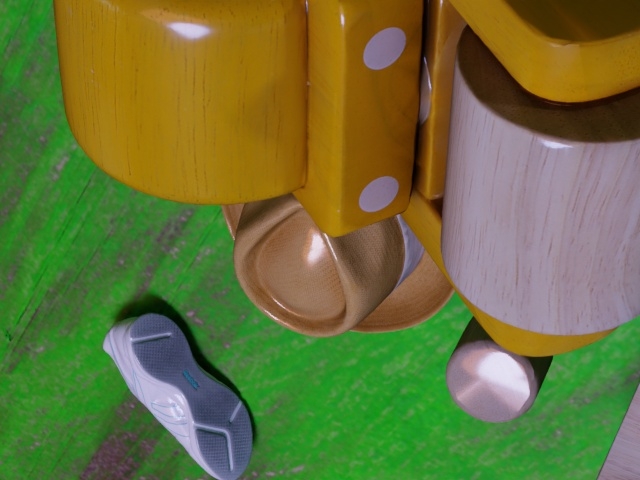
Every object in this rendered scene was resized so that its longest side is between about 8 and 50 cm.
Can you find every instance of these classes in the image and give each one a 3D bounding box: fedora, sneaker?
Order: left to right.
[{"bbox_3d":[-0.104,0.114,1.398,0.061,0.054,0.152,-6,123,53],"label":"sneaker"},{"bbox_3d":[0.000,0.000,1.204,0.194,0.079,0.194,17,134,18],"label":"fedora"}]

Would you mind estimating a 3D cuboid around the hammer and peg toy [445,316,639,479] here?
[{"bbox_3d":[0.252,0.098,1.071,0.361,0.127,0.266,24,125,9],"label":"hammer and peg toy"}]

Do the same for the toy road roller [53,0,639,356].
[{"bbox_3d":[0.011,-0.084,0.938,0.329,0.241,0.202,53,155,38],"label":"toy road roller"}]
